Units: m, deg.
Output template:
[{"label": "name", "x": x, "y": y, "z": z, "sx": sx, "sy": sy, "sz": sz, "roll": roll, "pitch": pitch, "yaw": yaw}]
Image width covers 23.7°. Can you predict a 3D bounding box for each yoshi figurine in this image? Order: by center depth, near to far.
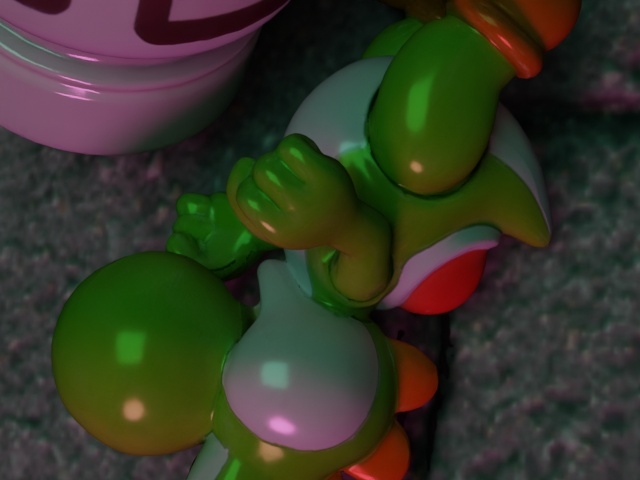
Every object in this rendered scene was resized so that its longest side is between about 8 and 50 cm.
[{"label": "yoshi figurine", "x": -0.023, "y": -0.011, "z": 0.814, "sx": 0.203, "sy": 0.203, "sz": 0.362, "roll": 27, "pitch": 92, "yaw": 36}]

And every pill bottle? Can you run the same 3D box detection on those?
[{"label": "pill bottle", "x": -0.086, "y": -0.234, "z": 0.746, "sx": 0.224, "sy": 0.392, "sz": 0.224, "roll": 9, "pitch": 52, "yaw": -12}]
